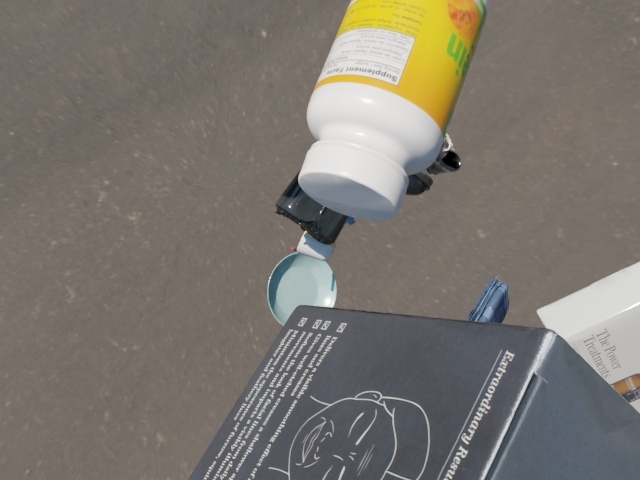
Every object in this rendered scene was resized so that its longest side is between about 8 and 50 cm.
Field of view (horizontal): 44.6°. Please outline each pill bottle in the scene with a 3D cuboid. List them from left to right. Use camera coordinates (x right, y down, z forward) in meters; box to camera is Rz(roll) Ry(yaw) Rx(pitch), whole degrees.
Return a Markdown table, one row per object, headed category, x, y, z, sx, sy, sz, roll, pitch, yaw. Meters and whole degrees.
| category | x | y | z | sx | sy | sz | roll | pitch | yaw |
| --- | --- | --- | --- | --- | --- | --- | --- | --- | --- |
| pill bottle | 0.068 | -0.149 | 0.772 | 0.136 | 0.136 | 0.245 | 23 | 73 | -7 |

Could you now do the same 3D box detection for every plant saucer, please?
| category | x | y | z | sx | sy | sz | roll | pitch | yaw |
| --- | --- | --- | --- | --- | --- | --- | --- | --- | --- |
| plant saucer | -0.051 | 0.124 | 1.905 | 0.195 | 0.037 | 0.194 | 1 | 88 | -31 |

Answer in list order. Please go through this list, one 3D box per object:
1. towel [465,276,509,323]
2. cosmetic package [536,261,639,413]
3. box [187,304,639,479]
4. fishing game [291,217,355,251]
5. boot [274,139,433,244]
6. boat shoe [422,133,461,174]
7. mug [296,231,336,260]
| category | x | y | z | sx | sy | sz | roll | pitch | yaw |
| --- | --- | --- | --- | --- | --- | --- | --- | --- | --- |
| towel | 0.200 | 0.108 | 0.980 | 0.029 | 0.067 | 0.119 | 19 | 57 | 30 |
| cosmetic package | 0.610 | 0.203 | 1.468 | 0.285 | 0.097 | 0.377 | -30 | 129 | 12 |
| box | 0.071 | 0.243 | 0.731 | 0.212 | 0.395 | 0.293 | 41 | 70 | -23 |
| fishing game | 0.050 | -0.062 | 1.742 | 0.041 | 0.189 | 0.264 | 43 | 99 | 21 |
| boot | 0.059 | -0.081 | 1.411 | 0.247 | 0.094 | 0.207 | 28 | 89 | -22 |
| boat shoe | 0.182 | -0.162 | 1.236 | 0.065 | 0.206 | 0.075 | 7 | 73 | 20 |
| mug | -0.002 | 0.003 | 1.528 | 0.064 | 0.062 | 0.078 | 27 | 119 | 8 |
